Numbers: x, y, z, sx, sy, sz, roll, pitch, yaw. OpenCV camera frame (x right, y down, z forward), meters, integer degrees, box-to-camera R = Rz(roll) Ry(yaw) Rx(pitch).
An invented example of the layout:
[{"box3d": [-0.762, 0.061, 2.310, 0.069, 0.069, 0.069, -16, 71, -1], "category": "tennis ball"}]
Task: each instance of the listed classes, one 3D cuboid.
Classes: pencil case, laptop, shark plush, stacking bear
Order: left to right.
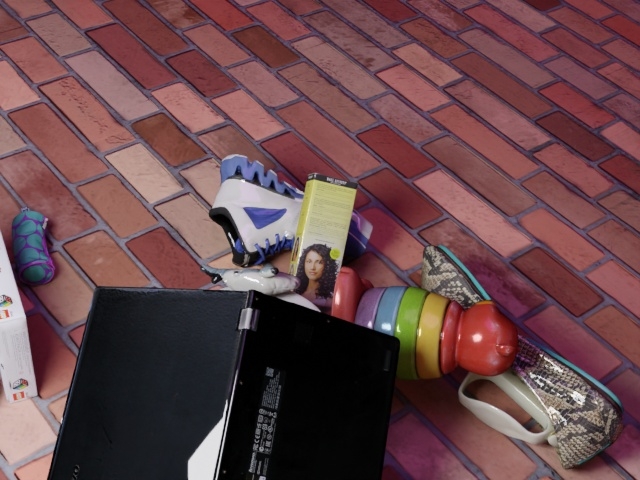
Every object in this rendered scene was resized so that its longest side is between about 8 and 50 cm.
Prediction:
[{"box3d": [-0.522, 0.011, 1.867, 0.070, 0.064, 0.151, -24, 47, 2], "category": "pencil case"}, {"box3d": [-0.137, 0.282, 1.467, 0.408, 0.236, 0.382, 20, 69, -27], "category": "laptop"}, {"box3d": [-0.116, 0.068, 1.653, 0.161, 0.073, 0.067, -1, 19, 20], "category": "shark plush"}, {"box3d": [0.176, 0.148, 1.660, 0.289, 0.175, 0.164, 6, 79, 18], "category": "stacking bear"}]

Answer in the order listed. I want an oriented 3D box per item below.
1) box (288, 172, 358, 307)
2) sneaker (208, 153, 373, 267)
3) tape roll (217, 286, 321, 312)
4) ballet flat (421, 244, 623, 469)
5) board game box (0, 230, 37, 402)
[{"box3d": [0.000, 0.000, 1.851, 0.087, 0.058, 0.232, 11, 86, -15], "category": "box"}, {"box3d": [-0.078, -0.013, 1.934, 0.315, 0.127, 0.182, 25, 67, -2], "category": "sneaker"}, {"box3d": [-0.106, 0.212, 1.640, 0.246, 0.169, 0.246, 5, 43, -4], "category": "tape roll"}, {"box3d": [0.287, 0.198, 1.745, 0.182, 0.164, 0.483, -38, 58, -12], "category": "ballet flat"}, {"box3d": [-0.530, 0.090, 1.688, 0.053, 0.193, 0.305, -12, 47, -20], "category": "board game box"}]
